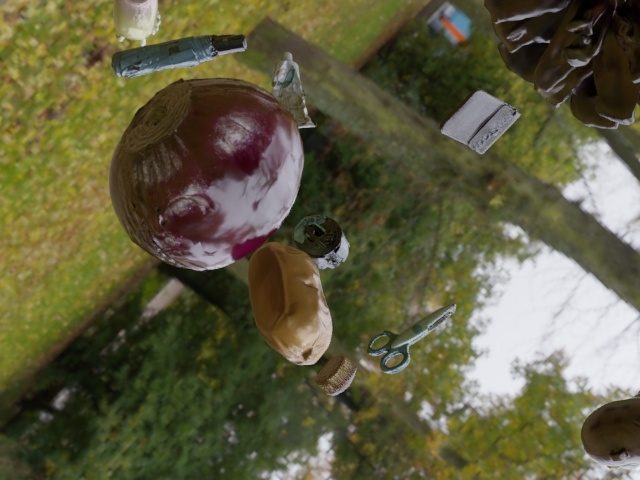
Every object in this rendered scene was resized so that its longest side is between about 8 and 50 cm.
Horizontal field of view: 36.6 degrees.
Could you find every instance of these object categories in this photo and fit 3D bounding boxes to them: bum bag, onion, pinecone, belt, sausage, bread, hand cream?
[{"bbox_3d":[0.291,-0.216,1.761,0.109,0.026,0.159,-47,146,22],"label":"bum bag"},{"bbox_3d":[-0.162,-0.113,1.544,0.337,0.282,0.260,-44,-149,-22],"label":"onion"},{"bbox_3d":[0.339,-0.290,0.990,0.398,0.398,0.398,-45,-177,3],"label":"pinecone"},{"bbox_3d":[0.000,0.000,2.079,0.105,0.140,0.058,-41,137,-12],"label":"belt"},{"bbox_3d":[-0.050,0.106,1.631,0.120,0.136,0.241,-41,-144,23],"label":"sausage"},{"bbox_3d":[0.035,0.268,1.909,0.085,0.053,0.085,-42,-165,14],"label":"bread"},{"bbox_3d":[-0.064,-0.299,1.968,0.257,0.084,0.050,-100,-168,-45],"label":"hand cream"}]

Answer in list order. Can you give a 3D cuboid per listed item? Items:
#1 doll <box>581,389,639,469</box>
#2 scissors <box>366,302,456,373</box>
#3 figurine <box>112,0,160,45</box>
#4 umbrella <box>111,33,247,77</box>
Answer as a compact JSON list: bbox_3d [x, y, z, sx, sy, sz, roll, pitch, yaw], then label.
[{"bbox_3d":[0.443,0.253,1.319,0.188,0.096,0.145,-21,-176,-28],"label":"doll"},{"bbox_3d":[0.273,0.266,2.780,0.289,0.138,0.041,-34,142,-8],"label":"scissors"},{"bbox_3d":[-0.444,-0.645,2.375,0.274,0.227,0.394,-107,-153,-45],"label":"figurine"},{"bbox_3d":[-0.258,-0.340,1.763,0.250,0.052,0.053,-9,-147,2],"label":"umbrella"}]
